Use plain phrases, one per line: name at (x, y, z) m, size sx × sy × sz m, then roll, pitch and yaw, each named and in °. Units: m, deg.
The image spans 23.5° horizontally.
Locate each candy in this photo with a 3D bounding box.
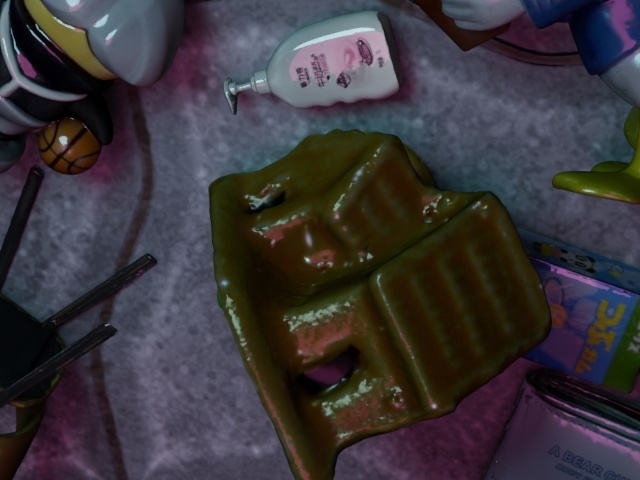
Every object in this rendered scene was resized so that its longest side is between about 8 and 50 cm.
candy at (0.197, 0.054, 1.345) m, size 0.194 × 0.062 × 0.097 m, roll 20°, pitch 114°, yaw 1°

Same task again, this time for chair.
chair at (-0.281, 0.094, 1.389) m, size 0.172 × 0.158 × 0.247 m, roll 39°, pitch 112°, yaw -10°

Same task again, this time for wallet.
wallet at (0.227, 0.258, 1.424) m, size 0.176 × 0.075 × 0.250 m, roll 23°, pitch 114°, yaw 6°

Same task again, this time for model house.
model house at (0.046, 0.030, 1.253) m, size 0.239 × 0.173 × 0.268 m, roll -25°, pitch 88°, yaw 14°

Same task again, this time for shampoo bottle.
shampoo bottle at (-0.011, -0.145, 1.304) m, size 0.152 × 0.045 × 0.077 m, roll -10°, pitch 111°, yaw 14°

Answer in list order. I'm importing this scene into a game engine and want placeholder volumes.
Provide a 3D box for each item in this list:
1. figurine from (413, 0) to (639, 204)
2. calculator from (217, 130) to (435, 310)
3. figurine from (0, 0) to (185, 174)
figurine at (0.211, -0.215, 1.201) m, size 0.284 × 0.204 × 0.338 m, roll 17°, pitch 102°, yaw 10°
calculator at (0.000, 0.000, 1.371) m, size 0.235 × 0.032 × 0.146 m, roll -41°, pitch 101°, yaw 21°
figurine at (-0.214, -0.158, 1.286) m, size 0.236 × 0.133 × 0.176 m, roll -37°, pitch 112°, yaw 24°
